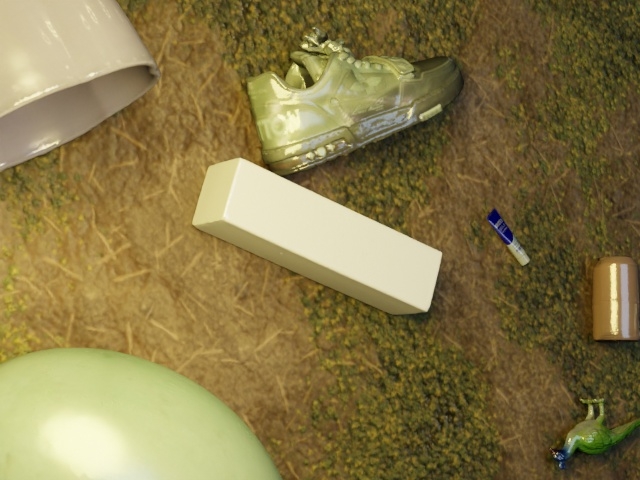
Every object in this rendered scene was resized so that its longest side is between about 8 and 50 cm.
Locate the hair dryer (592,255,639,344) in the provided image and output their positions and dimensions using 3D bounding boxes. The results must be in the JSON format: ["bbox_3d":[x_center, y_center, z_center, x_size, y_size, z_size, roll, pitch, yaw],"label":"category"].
[{"bbox_3d":[0.443,0.088,1.964,0.181,0.064,0.117,9,78,-41],"label":"hair dryer"}]

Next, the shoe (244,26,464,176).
[{"bbox_3d":[0.038,-0.192,1.684,0.293,0.109,0.149,-30,107,-28],"label":"shoe"}]

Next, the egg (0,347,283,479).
[{"bbox_3d":[-0.191,0.258,1.383,0.389,0.276,0.276,39,65,-25],"label":"egg"}]

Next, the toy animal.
[{"bbox_3d":[0.385,0.240,1.916,0.217,0.041,0.075,-15,94,-38],"label":"toy animal"}]

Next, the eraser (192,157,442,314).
[{"bbox_3d":[0.001,-0.001,1.661,0.298,0.076,0.078,25,72,-30],"label":"eraser"}]

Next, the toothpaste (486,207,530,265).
[{"bbox_3d":[0.244,-0.003,1.863,0.083,0.015,0.024,54,52,-11],"label":"toothpaste"}]

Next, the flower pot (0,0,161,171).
[{"bbox_3d":[-0.322,-0.209,1.386,0.265,0.265,0.243,-25,85,-33],"label":"flower pot"}]
